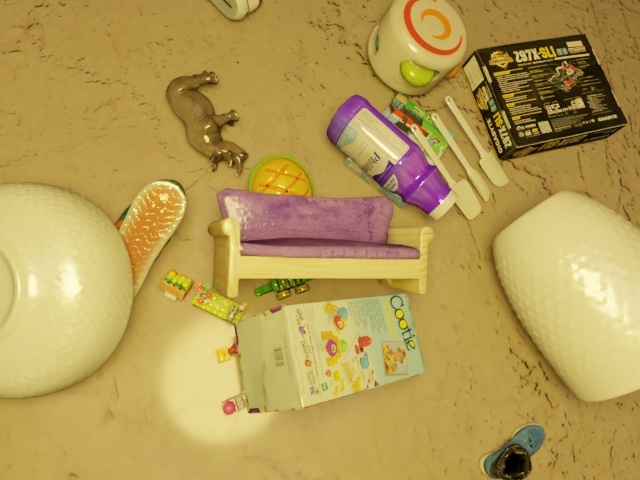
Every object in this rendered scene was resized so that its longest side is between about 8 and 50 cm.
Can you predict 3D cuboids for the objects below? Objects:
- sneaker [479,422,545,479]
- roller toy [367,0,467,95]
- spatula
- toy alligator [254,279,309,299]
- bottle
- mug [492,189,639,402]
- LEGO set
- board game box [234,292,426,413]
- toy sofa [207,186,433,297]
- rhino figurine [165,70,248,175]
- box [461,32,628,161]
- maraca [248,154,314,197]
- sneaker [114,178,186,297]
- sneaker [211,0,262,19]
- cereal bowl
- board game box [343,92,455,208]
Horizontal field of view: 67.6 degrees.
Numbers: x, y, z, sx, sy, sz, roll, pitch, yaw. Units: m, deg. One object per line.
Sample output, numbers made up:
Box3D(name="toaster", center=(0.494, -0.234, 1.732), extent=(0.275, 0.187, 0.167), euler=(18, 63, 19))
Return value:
Box3D(name="sneaker", center=(0.374, 0.391, 0.882), extent=(0.152, 0.084, 0.058), euler=(-22, 79, -17))
Box3D(name="roller toy", center=(0.210, -0.428, 1.052), extent=(0.209, 0.146, 0.191), euler=(-32, 88, -27))
Box3D(name="spatula", center=(0.303, -0.183, 1.037), extent=(0.168, 0.019, 0.242), euler=(-39, 99, -21))
Box3D(name="toy alligator", center=(-0.033, 0.067, 0.909), extent=(0.189, 0.051, 0.056), euler=(-17, 79, -15))
Box3D(name="bottle", center=(0.142, -0.155, 0.934), extent=(0.283, 0.118, 0.092), euler=(42, 73, 1))
Box3D(name="mug", center=(0.525, 0.072, 0.932), extent=(0.374, 0.276, 0.328), euler=(-18, 68, -46))
Box3D(name="LEGO set", center=(-0.167, 0.151, 0.829), extent=(0.132, 0.107, 0.287), euler=(-27, 81, -17))
Box3D(name="board game box", center=(0.021, 0.177, 0.782), extent=(0.275, 0.142, 0.145), euler=(1, 71, -41))
Box3D(name="toy sofa", center=(0.000, 0.000, 0.815), extent=(0.362, 0.150, 0.177), euler=(2, 91, -21))
Box3D(name="rhino figurine", center=(-0.220, -0.229, 0.947), extent=(0.106, 0.073, 0.243), euler=(-26, 82, -21))
Box3D(name="box", center=(0.528, -0.343, 1.129), extent=(0.321, 0.079, 0.257), euler=(-14, 76, -15))
Box3D(name="maraca", center=(-0.068, -0.072, 0.922), extent=(0.127, 0.099, 0.186), euler=(-17, 96, -11))
Box3D(name="sneaker", center=(-0.336, 0.021, 0.844), extent=(0.108, 0.121, 0.302), euler=(39, 90, -14))
Box3D(name="sneaker", center=(-0.233, -0.592, 1.050), extent=(0.258, 0.094, 0.091), euler=(50, 53, 1))
Box3D(name="cereal bowl", center=(-0.467, 0.073, 0.713), extent=(0.338, 0.141, 0.339), euler=(0, 87, 7))
Box3D(name="board game box", center=(0.173, -0.197, 1.035), extent=(0.160, 0.039, 0.212), euler=(37, 71, 0))
